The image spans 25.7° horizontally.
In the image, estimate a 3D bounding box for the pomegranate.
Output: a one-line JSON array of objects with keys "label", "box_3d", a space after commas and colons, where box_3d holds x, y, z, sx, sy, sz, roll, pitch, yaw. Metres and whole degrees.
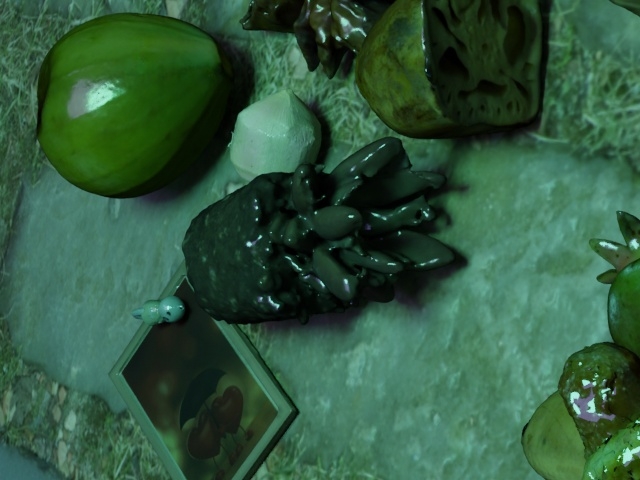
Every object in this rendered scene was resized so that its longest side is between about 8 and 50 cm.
[{"label": "pomegranate", "box_3d": [0.330, 0.049, 1.295, 0.131, 0.152, 0.191, -63, 27, 23]}]

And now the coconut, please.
[{"label": "coconut", "box_3d": [-0.054, -0.126, 1.704, 0.110, 0.110, 0.124, 30, 110, 42]}]

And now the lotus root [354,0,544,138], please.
[{"label": "lotus root", "box_3d": [0.121, -0.206, 1.504, 0.180, 0.188, 0.199, 1, 86, 50]}]

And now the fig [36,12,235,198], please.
[{"label": "fig", "box_3d": [-0.230, -0.179, 1.797, 0.271, 0.239, 0.239, -16, 71, 28]}]

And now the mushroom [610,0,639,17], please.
[{"label": "mushroom", "box_3d": [0.367, -0.292, 1.142, 0.313, 0.397, 0.224, 13, 93, 41]}]

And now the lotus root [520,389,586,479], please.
[{"label": "lotus root", "box_3d": [0.286, 0.199, 1.299, 0.257, 0.154, 0.140, -8, 54, 60]}]

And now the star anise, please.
[{"label": "star anise", "box_3d": [0.011, -0.324, 1.676, 0.292, 0.109, 0.349, -42, 57, 20]}]

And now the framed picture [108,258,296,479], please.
[{"label": "framed picture", "box_3d": [-0.157, 0.194, 1.801, 0.211, 0.020, 0.289, -55, 50, 21]}]

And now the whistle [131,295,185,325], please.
[{"label": "whistle", "box_3d": [-0.211, 0.093, 1.834, 0.100, 0.035, 0.035, -10, 75, 43]}]

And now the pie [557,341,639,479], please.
[{"label": "pie", "box_3d": [0.407, 0.239, 1.070, 0.418, 0.180, 0.395, -7, 111, 26]}]

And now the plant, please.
[{"label": "plant", "box_3d": [0.000, 0.000, 1.592, 0.320, 0.194, 0.182, -13, 86, 45]}]
